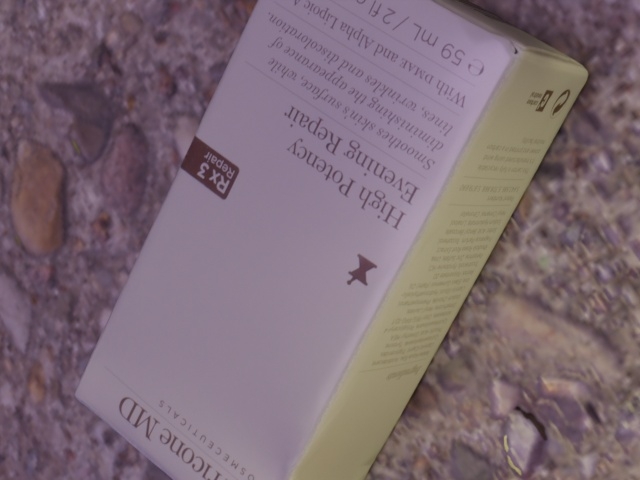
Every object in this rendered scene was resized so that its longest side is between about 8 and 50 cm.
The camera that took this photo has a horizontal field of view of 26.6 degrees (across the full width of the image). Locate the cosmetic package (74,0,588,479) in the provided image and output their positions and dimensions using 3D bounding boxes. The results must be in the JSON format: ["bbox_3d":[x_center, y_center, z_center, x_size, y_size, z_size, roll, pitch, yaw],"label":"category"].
[{"bbox_3d":[0.000,0.000,0.570,0.117,0.085,0.231,34,106,26],"label":"cosmetic package"}]
